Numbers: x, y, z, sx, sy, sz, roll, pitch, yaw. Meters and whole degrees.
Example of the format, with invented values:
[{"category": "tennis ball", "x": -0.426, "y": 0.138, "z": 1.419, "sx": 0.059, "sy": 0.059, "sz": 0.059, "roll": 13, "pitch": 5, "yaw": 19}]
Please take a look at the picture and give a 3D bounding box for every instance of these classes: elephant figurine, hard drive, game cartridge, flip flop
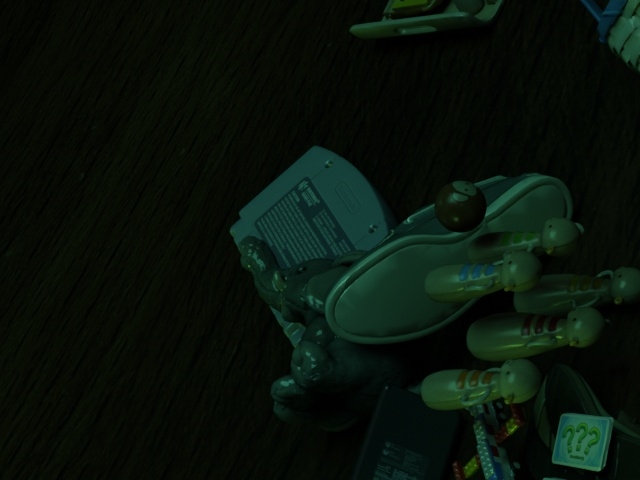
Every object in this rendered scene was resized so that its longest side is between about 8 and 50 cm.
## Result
[{"category": "elephant figurine", "x": 0.017, "y": 0.085, "z": 1.828, "sx": 0.169, "sy": 0.186, "sz": 0.239, "roll": -43, "pitch": 38, "yaw": 45}, {"category": "hard drive", "x": 0.090, "y": 0.227, "z": 1.689, "sx": 0.022, "sy": 0.094, "sz": 0.135, "roll": 117, "pitch": 175, "yaw": -61}, {"category": "game cartridge", "x": 0.000, "y": 0.000, "z": 2.034, "sx": 0.196, "sy": 0.060, "sz": 0.294, "roll": -44, "pitch": 35, "yaw": 9}, {"category": "flip flop", "x": 0.281, "y": 0.207, "z": 1.514, "sx": 0.277, "sy": 0.080, "sz": 0.112, "roll": 36, "pitch": 110, "yaw": 61}]

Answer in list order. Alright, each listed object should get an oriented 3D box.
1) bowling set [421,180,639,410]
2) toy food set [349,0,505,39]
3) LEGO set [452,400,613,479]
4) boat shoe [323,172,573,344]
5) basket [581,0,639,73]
[{"category": "bowling set", "x": 0.198, "y": 0.034, "z": 1.596, "sx": 0.154, "sy": 0.200, "sz": 0.287, "roll": -10, "pitch": 20, "yaw": 37}, {"category": "toy food set", "x": 0.179, "y": -0.414, "z": 2.220, "sx": 0.219, "sy": 0.092, "sz": 0.306, "roll": 0, "pitch": 55, "yaw": 45}, {"category": "LEGO set", "x": 0.177, "y": 0.246, "z": 1.546, "sx": 0.244, "sy": 0.060, "sz": 0.183, "roll": -1, "pitch": 73, "yaw": 63}, {"category": "boat shoe", "x": 0.132, "y": 0.016, "z": 1.775, "sx": 0.319, "sy": 0.116, "sz": 0.099, "roll": -29, "pitch": 23, "yaw": -17}, {"category": "basket", "x": 0.411, "y": -0.284, "z": 1.729, "sx": 0.255, "sy": 0.201, "sz": 0.289, "roll": -49, "pitch": 53, "yaw": 34}]
